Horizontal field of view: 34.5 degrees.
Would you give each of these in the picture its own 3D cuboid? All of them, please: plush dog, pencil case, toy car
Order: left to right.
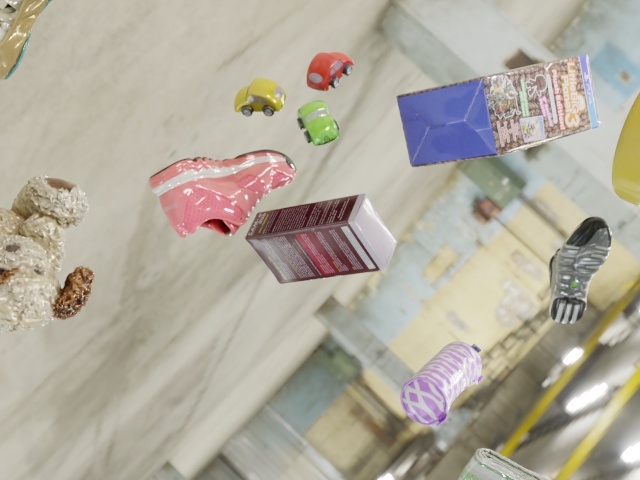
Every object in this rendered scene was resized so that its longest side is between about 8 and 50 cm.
[{"bbox_3d":[-0.449,0.043,1.453,0.262,0.225,0.211,-3,126,-27],"label":"plush dog"},{"bbox_3d":[-0.026,-0.250,1.826,0.239,0.225,0.053,-23,134,-6],"label":"toy car"},{"bbox_3d":[0.204,0.235,1.703,0.086,0.088,0.206,-44,171,30],"label":"pencil case"}]

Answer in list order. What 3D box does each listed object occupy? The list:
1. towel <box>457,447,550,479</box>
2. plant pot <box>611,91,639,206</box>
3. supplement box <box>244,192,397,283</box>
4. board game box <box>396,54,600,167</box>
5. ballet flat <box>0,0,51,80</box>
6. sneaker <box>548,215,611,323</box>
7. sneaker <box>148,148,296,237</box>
[{"bbox_3d":[0.217,0.303,1.223,0.023,0.113,0.152,-56,169,-34],"label":"towel"},{"bbox_3d":[0.624,-0.137,1.612,0.254,0.239,0.254,-33,138,-36],"label":"plant pot"},{"bbox_3d":[0.000,0.000,1.838,0.239,0.130,0.073,-9,-138,33],"label":"supplement box"},{"bbox_3d":[0.333,-0.242,1.928,0.291,0.141,0.232,-17,-171,-36],"label":"board game box"},{"bbox_3d":[-0.406,-0.310,1.365,0.073,0.080,0.232,16,129,-37],"label":"ballet flat"},{"bbox_3d":[0.461,0.029,1.890,0.132,0.086,0.229,-85,-173,-57],"label":"sneaker"},{"bbox_3d":[-0.159,-0.073,1.793,0.313,0.136,0.116,-12,172,-46],"label":"sneaker"}]
